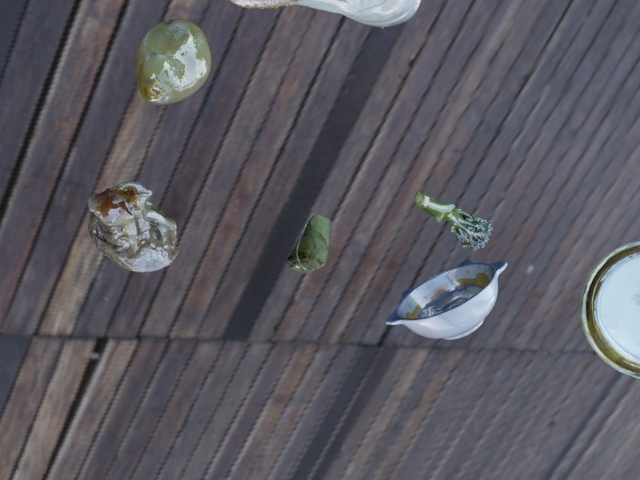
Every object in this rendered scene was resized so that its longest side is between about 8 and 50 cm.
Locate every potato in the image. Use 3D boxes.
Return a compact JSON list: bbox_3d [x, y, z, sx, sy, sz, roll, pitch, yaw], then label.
[{"bbox_3d":[-0.308,-0.360,1.864,0.157,0.194,0.157,8,133,8],"label":"potato"}]

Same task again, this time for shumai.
[{"bbox_3d":[-0.354,-0.042,1.698,0.161,0.209,0.153,-17,132,-17],"label":"shumai"}]

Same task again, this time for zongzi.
[{"bbox_3d":[0.000,0.000,1.454,0.052,0.113,0.104,28,73,-18],"label":"zongzi"}]

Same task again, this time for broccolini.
[{"bbox_3d":[0.204,-0.029,1.427,0.216,0.067,0.058,18,94,-55],"label":"broccolini"}]

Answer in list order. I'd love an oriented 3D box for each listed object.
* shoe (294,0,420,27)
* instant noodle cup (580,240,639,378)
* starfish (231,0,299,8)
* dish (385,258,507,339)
[{"bbox_3d":[-0.003,-0.420,1.422,0.159,0.316,0.124,-2,106,-54],"label":"shoe"},{"bbox_3d":[0.409,0.085,1.111,0.182,0.182,0.144,-52,163,8],"label":"instant noodle cup"},{"bbox_3d":[0.018,-0.262,0.692,0.071,0.238,0.216,35,112,-14],"label":"starfish"},{"bbox_3d":[0.257,0.125,1.725,0.236,0.228,0.086,-20,106,26],"label":"dish"}]
